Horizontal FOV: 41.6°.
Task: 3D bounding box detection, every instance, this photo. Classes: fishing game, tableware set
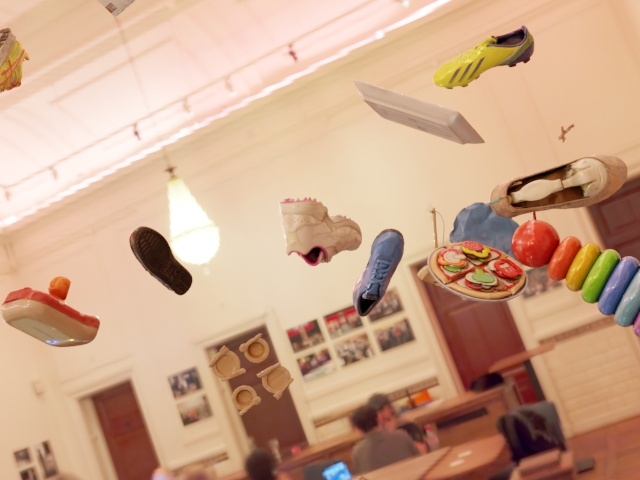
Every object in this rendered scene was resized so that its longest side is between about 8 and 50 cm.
[{"bbox_3d":[0.374,0.007,1.898,0.264,0.189,0.041,-3,-14,-15],"label":"fishing game"},{"bbox_3d":[-0.151,0.290,1.844,0.141,0.169,0.020,-33,10,-2],"label":"tableware set"}]

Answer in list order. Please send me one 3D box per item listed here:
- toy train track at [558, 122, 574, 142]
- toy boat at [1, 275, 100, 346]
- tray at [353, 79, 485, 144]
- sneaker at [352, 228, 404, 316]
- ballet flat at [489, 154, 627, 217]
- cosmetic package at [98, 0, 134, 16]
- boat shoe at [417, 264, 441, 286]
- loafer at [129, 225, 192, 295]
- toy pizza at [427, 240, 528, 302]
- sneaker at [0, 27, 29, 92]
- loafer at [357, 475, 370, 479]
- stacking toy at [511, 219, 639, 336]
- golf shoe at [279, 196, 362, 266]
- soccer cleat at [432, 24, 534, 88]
[{"bbox_3d":[0.666,-0.294,2.272,0.014,0.048,0.083,12,41,41],"label":"toy train track"},{"bbox_3d":[-0.623,0.155,1.990,0.151,0.151,0.231,-14,-38,35],"label":"toy boat"},{"bbox_3d":[0.194,-0.254,1.715,0.270,0.030,0.145,26,-3,37],"label":"tray"},{"bbox_3d":[0.122,0.071,1.740,0.069,0.082,0.209,17,-54,-8],"label":"sneaker"},{"bbox_3d":[0.521,-0.116,1.803,0.316,0.108,0.106,-18,-8,-3],"label":"ballet flat"},{"bbox_3d":[-0.464,-0.666,2.007,0.151,0.151,0.184,-17,36,51],"label":"cosmetic package"},{"bbox_3d":[0.331,0.096,2.229,0.170,0.059,0.063,1,-42,-37],"label":"boat shoe"},{"bbox_3d":[-0.382,0.049,1.951,0.078,0.220,0.080,14,57,38],"label":"loafer"},{"bbox_3d":[0.313,0.053,1.670,0.201,0.201,0.032,-16,-50,-32],"label":"toy pizza"},{"bbox_3d":[-0.659,-0.334,1.738,0.081,0.208,0.094,1,-31,31],"label":"sneaker"},{"bbox_3d":[0.104,0.465,1.500,0.056,0.148,0.050,21,74,53],"label":"loafer"},{"bbox_3d":[0.501,0.062,1.528,0.141,0.330,0.141,-45,-28,-32],"label":"stacking toy"},{"bbox_3d":[0.000,0.000,1.906,0.115,0.140,0.306,-6,-16,30],"label":"golf shoe"},{"bbox_3d":[0.438,-0.505,2.294,0.289,0.093,0.121,-19,-37,9],"label":"soccer cleat"}]
